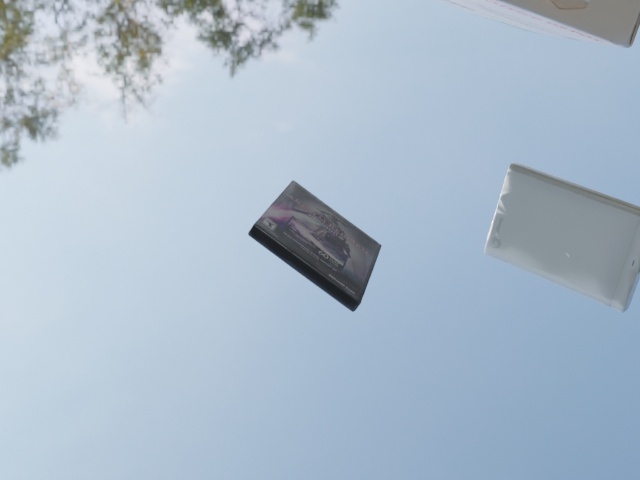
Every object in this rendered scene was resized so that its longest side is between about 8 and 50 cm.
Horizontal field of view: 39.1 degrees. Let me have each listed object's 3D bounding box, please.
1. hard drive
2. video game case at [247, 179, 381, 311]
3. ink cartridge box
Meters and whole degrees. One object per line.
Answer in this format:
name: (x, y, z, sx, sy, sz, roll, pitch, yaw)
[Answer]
hard drive: (0.492, -0.010, 1.792, 0.307, 0.203, 0.040, 25, -156, 30)
video game case: (0.000, 0.000, 1.448, 0.196, 0.026, 0.274, 36, -159, -2)
ink cartridge box: (0.240, -0.321, 1.074, 0.198, 0.114, 0.273, 15, -167, -16)
